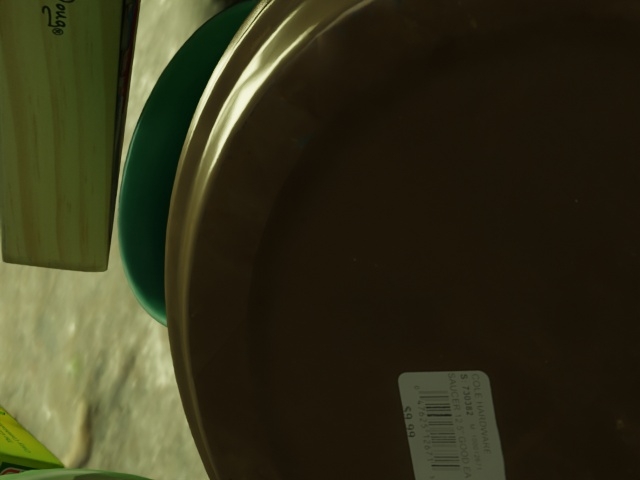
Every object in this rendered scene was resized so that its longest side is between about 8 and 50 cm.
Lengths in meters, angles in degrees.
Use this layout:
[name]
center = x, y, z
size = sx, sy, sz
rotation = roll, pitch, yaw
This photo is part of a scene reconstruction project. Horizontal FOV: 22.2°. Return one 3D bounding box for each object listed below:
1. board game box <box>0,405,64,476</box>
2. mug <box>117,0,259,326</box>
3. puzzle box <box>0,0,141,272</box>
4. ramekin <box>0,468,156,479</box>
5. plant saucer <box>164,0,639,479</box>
[board game box]
center = -0.208, 0.119, 0.862
size = 0.181, 0.043, 0.092
rotation = 29, 98, 50
[mug]
center = -0.005, -0.004, 0.632
size = 0.129, 0.097, 0.157
rotation = 4, 79, 49
[puzzle box]
center = -0.087, -0.201, 0.648
size = 0.409, 0.052, 0.272
rotation = 107, 168, -59
[ramekin]
center = -0.069, 0.214, 0.471
size = 0.148, 0.303, 0.303
rotation = -38, 49, 24
[plant saucer]
center = 0.077, 0.034, 0.434
size = 0.278, 0.041, 0.277
rotation = 8, 111, 20
